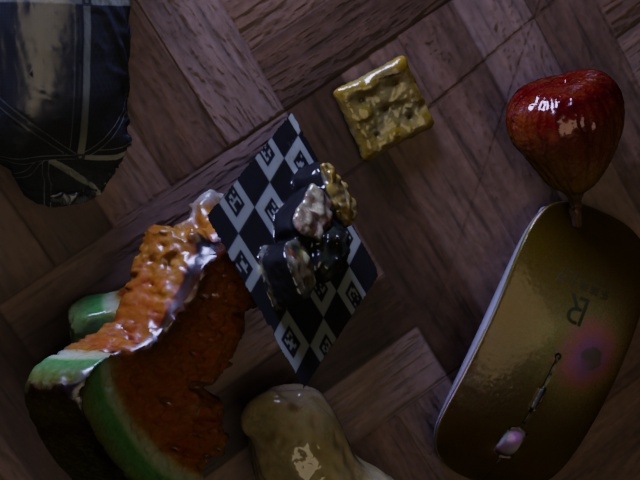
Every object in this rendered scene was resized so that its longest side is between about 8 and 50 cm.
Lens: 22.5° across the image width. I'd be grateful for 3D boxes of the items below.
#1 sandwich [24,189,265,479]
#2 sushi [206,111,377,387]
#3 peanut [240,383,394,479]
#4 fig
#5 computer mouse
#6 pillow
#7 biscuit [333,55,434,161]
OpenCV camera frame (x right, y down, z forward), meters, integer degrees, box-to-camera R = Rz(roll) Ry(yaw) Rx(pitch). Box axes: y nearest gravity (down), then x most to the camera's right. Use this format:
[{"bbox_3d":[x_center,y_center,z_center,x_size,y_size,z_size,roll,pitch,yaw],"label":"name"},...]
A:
[{"bbox_3d":[-0.161,0.087,1.492,0.301,0.162,0.250,-60,147,-16],"label":"sandwich"},{"bbox_3d":[0.000,0.000,1.495,0.050,0.215,0.192,-17,111,30],"label":"sushi"},{"bbox_3d":[0.012,0.250,1.599,0.123,0.123,0.257,-30,105,-10],"label":"peanut"},{"bbox_3d":[0.244,-0.094,1.587,0.119,0.119,0.153,-2,81,-17],"label":"fig"},{"bbox_3d":[0.229,0.113,1.661,0.158,0.072,0.310,23,95,-19],"label":"computer mouse"},{"bbox_3d":[-0.233,-0.196,1.433,0.161,0.092,0.335,2,102,-22],"label":"pillow"},{"bbox_3d":[0.063,-0.129,1.582,0.083,0.018,0.081,-28,109,-10],"label":"biscuit"}]
